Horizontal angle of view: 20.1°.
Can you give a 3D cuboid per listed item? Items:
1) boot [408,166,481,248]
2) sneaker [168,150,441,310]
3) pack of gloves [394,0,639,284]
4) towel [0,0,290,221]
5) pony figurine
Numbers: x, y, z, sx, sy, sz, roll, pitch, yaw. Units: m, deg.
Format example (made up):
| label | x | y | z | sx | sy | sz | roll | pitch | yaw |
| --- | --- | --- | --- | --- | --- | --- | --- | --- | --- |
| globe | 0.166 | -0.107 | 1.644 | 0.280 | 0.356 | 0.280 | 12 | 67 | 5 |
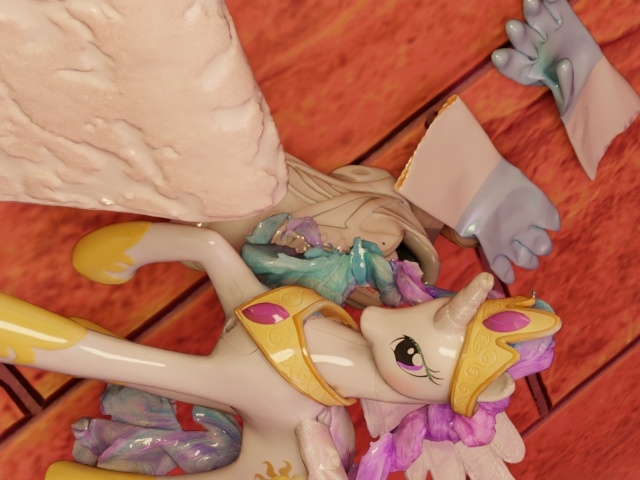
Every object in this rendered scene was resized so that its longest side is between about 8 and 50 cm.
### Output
| label | x | y | z | sx | sy | sz | roll | pitch | yaw |
| --- | --- | --- | --- | --- | --- | --- | --- | --- | --- |
| boot | 0.107 | -0.040 | 1.387 | 0.118 | 0.042 | 0.087 | -9 | 121 | -53 |
| sneaker | 0.000 | 0.000 | 1.255 | 0.232 | 0.115 | 0.090 | -3 | 128 | -42 |
| pack of gloves | 0.171 | -0.070 | 1.373 | 0.195 | 0.046 | 0.232 | -59 | 144 | -5 |
| towel | -0.201 | -0.122 | 0.825 | 0.332 | 0.317 | 0.053 | 69 | 27 | -51 |
| pony figurine | -0.012 | 0.127 | 1.164 | 0.351 | 0.364 | 0.302 | 75 | 26 | -45 |
